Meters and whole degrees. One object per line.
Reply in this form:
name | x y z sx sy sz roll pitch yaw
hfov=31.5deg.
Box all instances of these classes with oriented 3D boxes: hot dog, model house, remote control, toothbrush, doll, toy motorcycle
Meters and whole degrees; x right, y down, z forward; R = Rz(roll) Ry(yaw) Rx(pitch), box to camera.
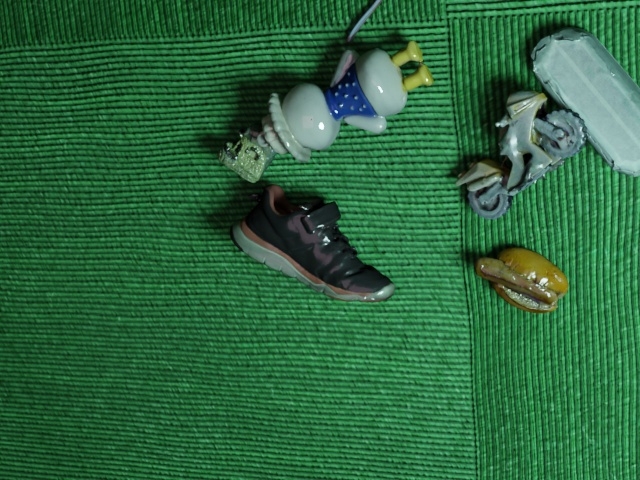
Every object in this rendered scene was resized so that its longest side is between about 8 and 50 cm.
hot dog | 0.305 0.056 1.725 0.140 0.060 0.090 37 110 11
model house | -0.111 -0.149 1.821 0.079 0.066 0.083 38 114 5
remote control | 0.401 -0.197 1.619 0.104 0.052 0.247 -42 85 25
toothbrush | 0.094 -0.375 1.704 0.019 0.013 0.193 42 115 12
doll | 0.029 -0.209 1.730 0.293 0.119 0.138 -25 87 20
toy motorcycle | 0.285 -0.134 1.665 0.130 0.094 0.229 52 129 7

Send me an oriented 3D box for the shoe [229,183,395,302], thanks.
shoe | 0.000 0.000 1.804 0.291 0.114 0.137 28 108 15
